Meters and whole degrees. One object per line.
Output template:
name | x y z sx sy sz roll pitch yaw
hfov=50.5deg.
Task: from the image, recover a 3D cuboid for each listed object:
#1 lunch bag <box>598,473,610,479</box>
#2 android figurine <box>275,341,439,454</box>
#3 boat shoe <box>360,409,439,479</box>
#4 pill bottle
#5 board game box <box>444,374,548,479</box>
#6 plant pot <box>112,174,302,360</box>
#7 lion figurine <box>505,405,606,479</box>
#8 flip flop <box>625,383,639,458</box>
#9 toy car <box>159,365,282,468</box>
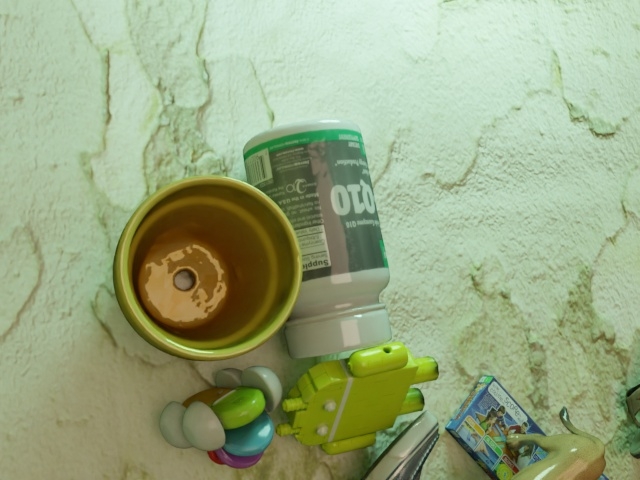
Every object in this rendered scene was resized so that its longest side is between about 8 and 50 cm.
lunch bag | 0.466 0.525 1.281 0.176 0.090 0.219 47 66 -6
android figurine | 0.058 0.258 1.101 0.273 0.248 0.056 -5 42 -26
boat shoe | 0.123 0.455 1.111 0.158 0.127 0.340 39 76 12
pill bottle | 0.000 0.000 1.118 0.204 0.204 0.361 -8 84 -24
board game box | 0.345 0.374 1.285 0.201 0.035 0.136 48 67 -8
plant pot | -0.184 0.051 1.011 0.254 0.239 0.254 4 80 -22
lion figurine | 0.368 0.416 1.130 0.142 0.240 0.392 46 67 -1
flip flop | 0.679 0.315 1.407 0.080 0.112 0.277 20 74 9
toy car | -0.138 0.278 1.025 0.159 0.182 0.136 -28 96 -39
